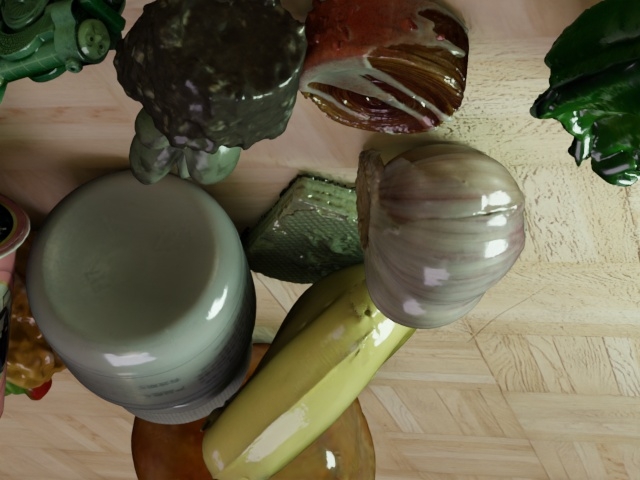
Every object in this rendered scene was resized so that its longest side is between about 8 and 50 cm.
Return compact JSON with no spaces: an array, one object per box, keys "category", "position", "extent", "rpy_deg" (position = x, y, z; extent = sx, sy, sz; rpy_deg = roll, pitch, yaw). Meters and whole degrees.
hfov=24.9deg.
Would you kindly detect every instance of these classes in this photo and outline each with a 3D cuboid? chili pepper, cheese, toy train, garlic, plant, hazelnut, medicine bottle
[{"category":"chili pepper","position":[0.302,-0.142,1.134],"extent":[0.213,0.167,0.385],"rpy_deg":[29,166,-9]},{"category":"cheese","position":[0.006,0.138,1.682],"extent":[0.128,0.259,0.316],"rpy_deg":[38,117,-5]},{"category":"toy train","position":[-0.249,-0.185,1.290],"extent":[0.178,0.105,0.071],"rpy_deg":[-9,147,34]},{"category":"garlic","position":[0.121,-0.027,1.520],"extent":[0.207,0.207,0.256],"rpy_deg":[-2,-170,24]},{"category":"plant","position":[-0.110,-0.133,1.296],"extent":[0.146,0.149,0.274],"rpy_deg":[-17,169,-18]},{"category":"hazelnut","position":[-0.095,0.301,2.138],"extent":[0.372,0.315,0.372],"rpy_deg":[23,-177,-1]},{"category":"medicine bottle","position":[-0.196,0.080,1.708],"extent":[0.245,0.245,0.306],"rpy_deg":[5,157,7]}]

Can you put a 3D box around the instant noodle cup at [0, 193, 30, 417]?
[{"category":"instant noodle cup","position":[-0.440,0.090,1.618],"extent":[0.243,0.244,0.255],"rpy_deg":[7,116,4]}]

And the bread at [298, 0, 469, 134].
[{"category":"bread","position":[0.054,-0.158,1.284],"extent":[0.160,0.073,0.160],"rpy_deg":[9,160,3]}]

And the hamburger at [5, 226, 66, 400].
[{"category":"hamburger","position":[-0.375,0.085,1.821],"extent":[0.148,0.237,0.237],"rpy_deg":[-10,152,25]}]

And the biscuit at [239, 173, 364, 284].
[{"category":"biscuit","position":[0.000,0.000,1.701],"extent":[0.150,0.052,0.252],"rpy_deg":[16,158,-16]}]
